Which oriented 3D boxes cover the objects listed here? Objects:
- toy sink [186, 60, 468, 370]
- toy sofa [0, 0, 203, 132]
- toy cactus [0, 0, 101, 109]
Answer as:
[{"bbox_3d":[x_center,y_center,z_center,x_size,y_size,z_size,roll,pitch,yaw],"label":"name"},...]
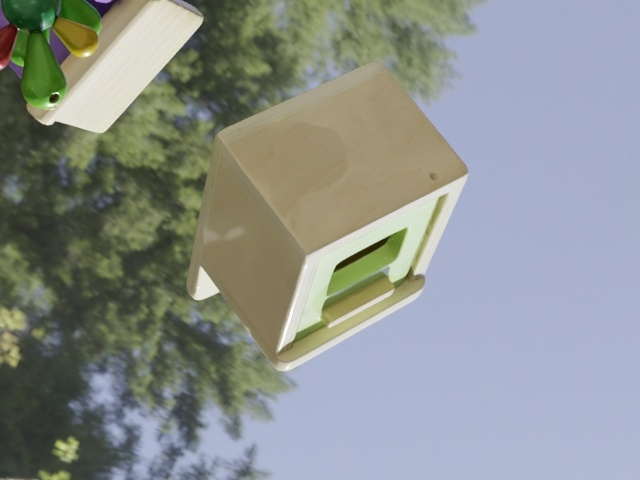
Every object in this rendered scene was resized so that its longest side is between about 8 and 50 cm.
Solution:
[{"bbox_3d":[0.000,0.000,1.172,0.153,0.234,0.131,-26,-113,-26],"label":"toy sink"},{"bbox_3d":[-0.288,-0.272,1.302,0.150,0.177,0.362,-46,-109,12],"label":"toy sofa"},{"bbox_3d":[-0.194,-0.196,0.972,0.112,0.180,0.219,0,-122,15],"label":"toy cactus"}]
